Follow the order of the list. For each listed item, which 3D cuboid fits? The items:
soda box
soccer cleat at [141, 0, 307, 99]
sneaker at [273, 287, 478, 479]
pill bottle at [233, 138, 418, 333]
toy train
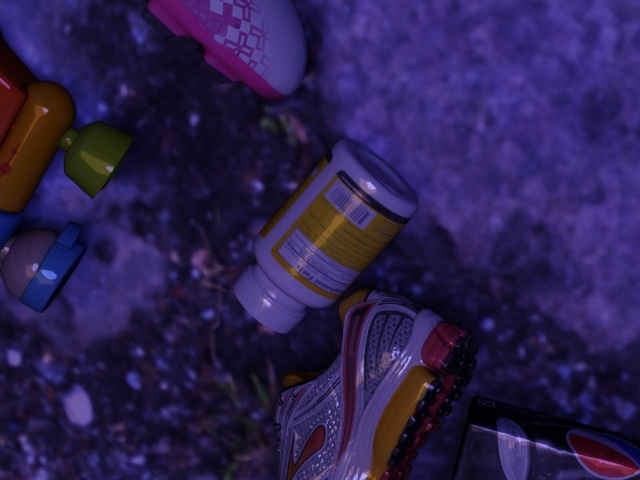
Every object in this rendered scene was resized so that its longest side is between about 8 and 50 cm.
[{"bbox_3d":[0.168,0.150,0.797,0.169,0.053,0.060,14,105,6],"label":"soda box"},{"bbox_3d":[-0.092,-0.235,0.721,0.143,0.116,0.331,-39,96,10],"label":"soccer cleat"},{"bbox_3d":[0.011,0.129,0.815,0.092,0.088,0.225,36,108,22],"label":"sneaker"},{"bbox_3d":[0.000,0.000,0.785,0.065,0.065,0.116,42,106,-1],"label":"pill bottle"},{"bbox_3d":[-0.175,-0.082,0.784,0.143,0.105,0.248,31,107,-9],"label":"toy train"}]
